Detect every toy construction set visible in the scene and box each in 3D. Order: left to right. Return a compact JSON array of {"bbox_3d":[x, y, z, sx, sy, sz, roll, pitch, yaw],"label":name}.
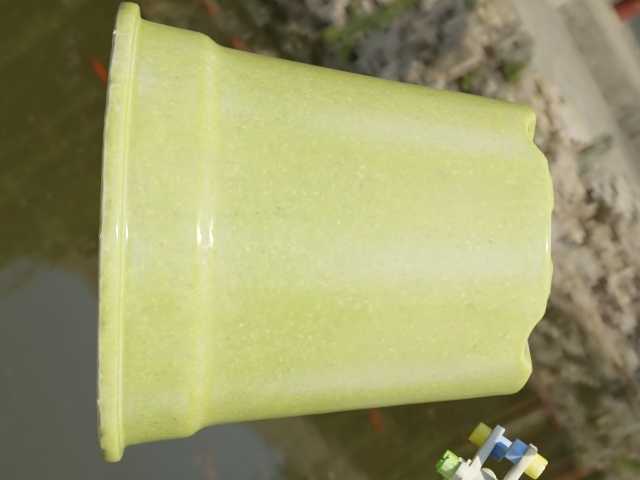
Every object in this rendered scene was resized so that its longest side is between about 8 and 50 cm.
[{"bbox_3d":[0.145,0.388,2.042,0.151,0.328,0.215,50,-18,9],"label":"toy construction set"}]

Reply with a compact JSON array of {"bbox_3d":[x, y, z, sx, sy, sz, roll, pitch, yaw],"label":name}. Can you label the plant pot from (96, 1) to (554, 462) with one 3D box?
[{"bbox_3d":[0.000,0.000,0.955,0.276,0.254,0.276,-178,-90,-86],"label":"plant pot"}]
